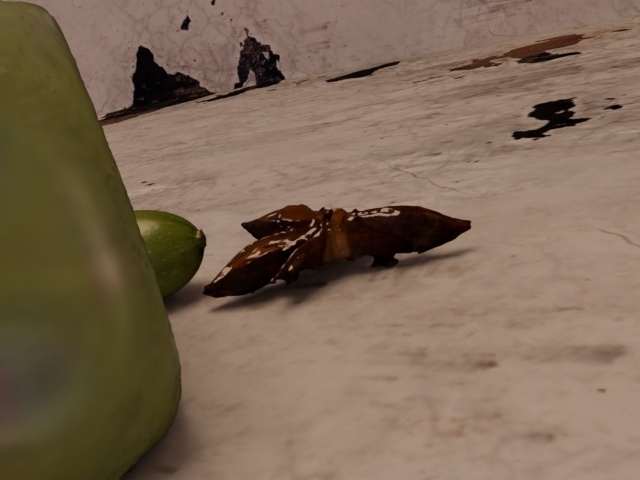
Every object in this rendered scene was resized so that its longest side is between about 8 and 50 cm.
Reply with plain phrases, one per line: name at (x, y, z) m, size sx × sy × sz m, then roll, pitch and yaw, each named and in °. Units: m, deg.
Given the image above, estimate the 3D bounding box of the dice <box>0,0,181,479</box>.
dice at (-0.233, 0.015, 0.415) m, size 0.252 × 0.250 × 0.254 m, roll -18°, pitch 19°, yaw -16°

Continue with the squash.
squash at (-0.186, 0.026, 0.618) m, size 0.188 × 0.095 × 0.095 m, roll -9°, pitch 18°, yaw 1°

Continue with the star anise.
star anise at (-0.001, -0.004, 0.618) m, size 0.212 × 0.054 × 0.157 m, roll -19°, pitch 19°, yaw -10°
